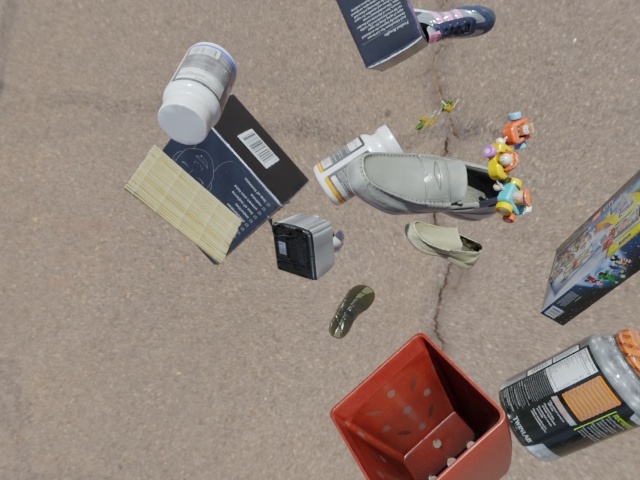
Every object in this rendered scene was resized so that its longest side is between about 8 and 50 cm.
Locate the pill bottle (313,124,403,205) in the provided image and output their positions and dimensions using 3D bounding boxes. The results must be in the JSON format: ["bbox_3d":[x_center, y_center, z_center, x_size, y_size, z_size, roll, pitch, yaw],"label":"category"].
[{"bbox_3d":[0.128,-0.249,1.535,0.278,0.162,0.162,-31,77,10],"label":"pill bottle"}]

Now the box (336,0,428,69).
[{"bbox_3d":[0.101,-0.425,0.838,0.108,0.153,0.207,-24,101,22],"label":"box"}]

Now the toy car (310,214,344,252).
[{"bbox_3d":[0.000,0.000,1.802,0.159,0.182,0.136,34,78,8],"label":"toy car"}]

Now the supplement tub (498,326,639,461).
[{"bbox_3d":[0.570,0.330,1.005,0.316,0.193,0.194,-42,74,31],"label":"supplement tub"}]

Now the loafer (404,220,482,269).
[{"bbox_3d":[0.376,-0.002,1.405,0.268,0.092,0.102,21,41,-20],"label":"loafer"}]

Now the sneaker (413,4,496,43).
[{"bbox_3d":[0.407,-0.691,1.528,0.318,0.112,0.131,4,54,18],"label":"sneaker"}]

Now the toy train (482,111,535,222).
[{"bbox_3d":[0.309,-0.112,0.718,0.125,0.046,0.167,-22,104,-35],"label":"toy train"}]

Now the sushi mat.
[{"bbox_3d":[-0.331,-0.086,1.174,0.019,0.316,0.152,-16,44,36],"label":"sushi mat"}]

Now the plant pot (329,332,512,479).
[{"bbox_3d":[0.226,0.407,0.949,0.267,0.236,0.267,-40,33,-3],"label":"plant pot"}]

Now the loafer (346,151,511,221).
[{"bbox_3d":[0.192,-0.098,0.771,0.319,0.111,0.112,3,70,-30],"label":"loafer"}]

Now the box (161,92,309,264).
[{"bbox_3d":[-0.395,-0.240,1.898,0.471,0.297,0.480,-37,98,33],"label":"box"}]

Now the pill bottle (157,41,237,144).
[{"bbox_3d":[-0.166,-0.199,0.631,0.078,0.078,0.137,2,52,11],"label":"pill bottle"}]

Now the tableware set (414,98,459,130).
[{"bbox_3d":[0.371,-0.410,1.509,0.024,0.154,0.104,44,65,-18],"label":"tableware set"}]

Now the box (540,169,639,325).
[{"bbox_3d":[0.433,0.010,0.708,0.044,0.233,0.159,30,54,9],"label":"box"}]

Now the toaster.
[{"bbox_3d":[-0.057,0.010,1.407,0.167,0.110,0.186,13,119,38],"label":"toaster"}]

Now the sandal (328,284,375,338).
[{"bbox_3d":[0.098,0.236,1.551,0.090,0.060,0.219,37,66,-3],"label":"sandal"}]
